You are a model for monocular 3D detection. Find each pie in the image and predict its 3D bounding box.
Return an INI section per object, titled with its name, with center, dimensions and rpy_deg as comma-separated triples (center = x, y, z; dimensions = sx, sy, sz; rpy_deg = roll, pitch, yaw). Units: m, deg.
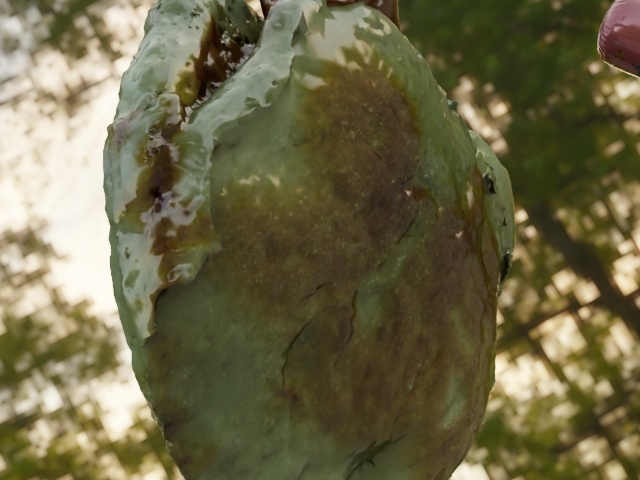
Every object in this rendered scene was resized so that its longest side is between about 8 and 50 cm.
[pie]
center = -0.002, 0.008, 0.875
dimensions = 0.105, 0.274, 0.257
rpy_deg = -2, 42, 36

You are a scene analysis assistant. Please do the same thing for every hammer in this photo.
[hammer]
center = 0.175, -0.092, 0.951
dimensions = 0.043, 0.083, 0.043
rpy_deg = -56, -18, -28
